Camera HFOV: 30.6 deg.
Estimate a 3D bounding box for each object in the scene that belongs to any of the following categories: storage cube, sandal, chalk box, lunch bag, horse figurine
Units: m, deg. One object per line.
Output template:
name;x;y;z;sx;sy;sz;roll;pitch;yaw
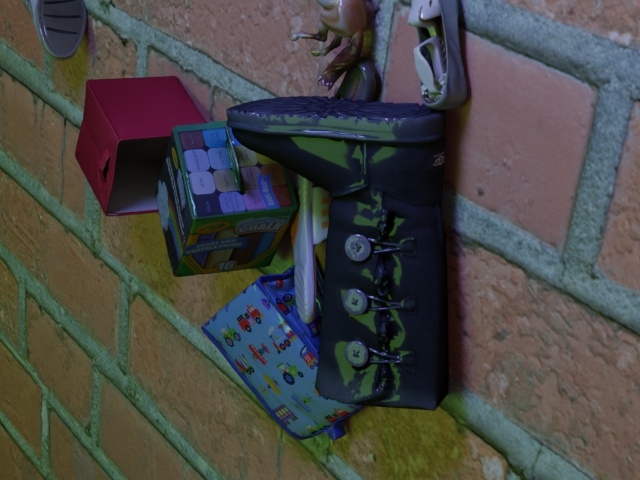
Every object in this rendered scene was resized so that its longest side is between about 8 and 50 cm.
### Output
storage cube;-0.335;-0.180;2.202;0.193;0.215;0.184;55;141;38
sandal;0.033;-0.181;1.806;0.090;0.060;0.219;49;137;34
sandal;-0.003;0.002;1.902;0.102;0.076;0.265;160;109;-74
chalk box;-0.154;-0.084;1.937;0.289;0.179;0.180;122;137;-59
lunch bag;-0.041;0.211;2.000;0.221;0.138;0.293;-39;78;50
horse figurine;0.000;-0.362;1.736;0.174;0.066;0.263;-12;108;49

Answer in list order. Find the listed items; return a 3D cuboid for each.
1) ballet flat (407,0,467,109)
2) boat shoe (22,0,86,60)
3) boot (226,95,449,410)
ballet flat;0.154;-0.284;1.597;0.072;0.068;0.213;-4;97;55
boat shoe;-0.583;-0.520;2.532;0.103;0.113;0.302;-31;65;55
boot;0.024;0.018;1.755;0.367;0.146;0.445;9;112;34
